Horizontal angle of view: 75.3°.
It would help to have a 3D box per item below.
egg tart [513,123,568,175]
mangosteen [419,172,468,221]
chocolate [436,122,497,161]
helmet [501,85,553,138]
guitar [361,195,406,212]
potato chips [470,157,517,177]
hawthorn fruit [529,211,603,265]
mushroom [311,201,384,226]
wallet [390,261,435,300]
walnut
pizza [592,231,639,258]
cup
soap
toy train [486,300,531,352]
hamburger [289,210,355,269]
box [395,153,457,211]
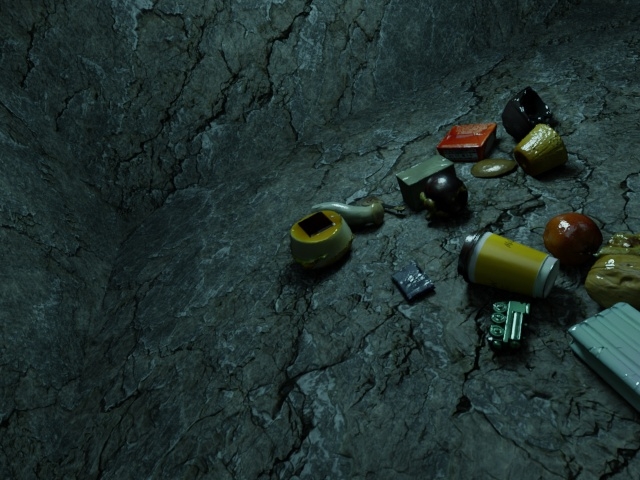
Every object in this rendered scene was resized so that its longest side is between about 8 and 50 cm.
[{"bbox_3d":[0.924,-0.374,1.765,0.147,0.203,0.203,-34,31,10],"label":"egg tart"},{"bbox_3d":[0.513,-0.177,1.762,0.217,0.192,0.192,-48,34,3],"label":"mangosteen"},{"bbox_3d":[0.750,-0.496,2.114,0.237,0.108,0.235,9,45,39],"label":"chocolate"},{"bbox_3d":[0.977,-0.590,2.009,0.305,0.225,0.177,-48,10,-37],"label":"helmet"},{"bbox_3d":[0.308,-0.163,1.989,0.084,0.038,0.271,-40,33,-21],"label":"guitar"},{"bbox_3d":[0.798,-0.347,1.926,0.201,0.049,0.150,6,38,47],"label":"potato chips"},{"bbox_3d":[0.802,-0.028,1.390,0.165,0.165,0.285,-21,20,5],"label":"hawthorn fruit"},{"bbox_3d":[0.132,-0.118,1.943,0.328,0.159,0.122,-3,73,25],"label":"mushroom"},{"bbox_3d":[0.340,0.151,1.534,0.111,0.030,0.166,-29,31,2],"label":"wallet"},{"bbox_3d":[0.842,0.121,1.133,0.197,0.165,0.165,13,48,43],"label":"walnut"},{"bbox_3d":[0.959,0.014,1.251,0.291,0.058,0.197,-4,16,4],"label":"pizza"},{"bbox_3d":[0.598,0.078,1.337,0.279,0.197,0.196,21,53,40],"label":"cup"},{"bbox_3d":[0.771,0.292,0.990,0.172,0.095,0.290,-27,33,-1],"label":"soap"},{"bbox_3d":[0.554,0.251,1.220,0.111,0.071,0.171,6,43,28],"label":"toy train"},{"bbox_3d":[0.000,0.000,1.839,0.294,0.179,0.276,-30,35,-14],"label":"hamburger"},{"bbox_3d":[0.495,-0.266,1.913,0.231,0.149,0.155,-26,32,-1],"label":"box"}]
